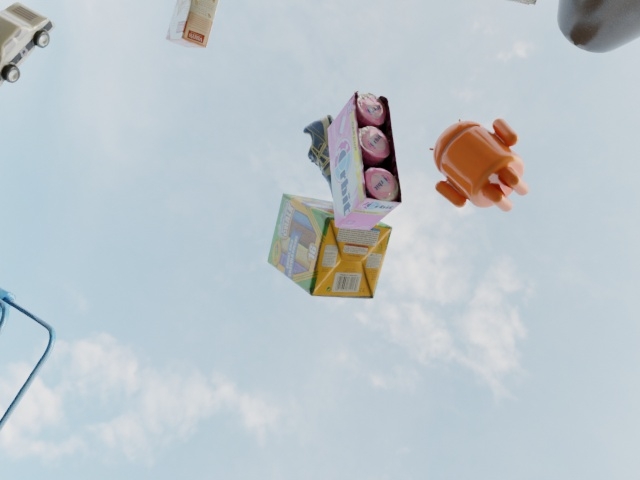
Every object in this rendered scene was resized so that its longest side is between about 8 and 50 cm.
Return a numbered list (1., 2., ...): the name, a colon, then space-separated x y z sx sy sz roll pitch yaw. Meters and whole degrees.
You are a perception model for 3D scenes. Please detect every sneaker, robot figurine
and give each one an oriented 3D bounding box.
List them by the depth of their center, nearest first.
1. robot figurine: 0.309 -0.152 1.116 0.219 0.128 0.158 54 -31 38
2. sneaker: 0.016 -0.195 1.392 0.081 0.080 0.211 -14 -95 11

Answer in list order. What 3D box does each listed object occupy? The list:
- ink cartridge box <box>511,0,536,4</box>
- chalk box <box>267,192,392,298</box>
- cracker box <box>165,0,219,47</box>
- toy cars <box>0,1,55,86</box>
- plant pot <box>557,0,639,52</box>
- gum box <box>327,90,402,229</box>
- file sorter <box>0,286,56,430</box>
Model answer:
1. ink cartridge box: 0.392 -0.491 1.095 0.029 0.115 0.063 -1 -62 -29
2. chalk box: 0.000 0.000 1.337 0.289 0.180 0.179 32 -69 54
3. cracker box: -0.293 -0.583 1.355 0.067 0.155 0.233 11 -80 -32
4. toy cars: -0.706 -0.358 1.074 0.393 0.087 0.177 -18 -107 -8
5. plant pot: 0.411 -0.363 0.741 0.215 0.230 0.216 1 -109 -4
6. gum box: 0.063 -0.124 0.873 0.062 0.107 0.189 4 -113 -22
7. file sorter: -0.282 0.061 0.363 0.104 0.170 0.118 14 -112 37
